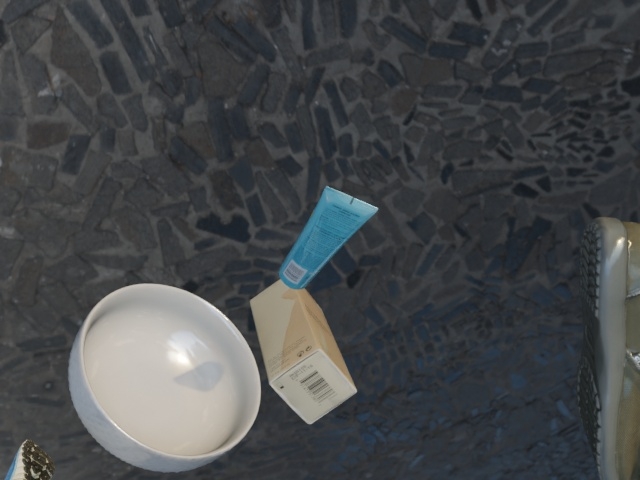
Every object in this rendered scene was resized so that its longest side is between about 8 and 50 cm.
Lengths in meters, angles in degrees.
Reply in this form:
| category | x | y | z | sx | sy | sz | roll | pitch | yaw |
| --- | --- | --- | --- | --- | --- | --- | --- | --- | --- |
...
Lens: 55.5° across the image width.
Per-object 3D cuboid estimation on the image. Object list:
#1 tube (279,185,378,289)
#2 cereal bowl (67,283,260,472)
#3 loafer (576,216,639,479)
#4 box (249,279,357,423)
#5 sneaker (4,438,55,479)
| category | x | y | z | sx | sy | sz | roll | pitch | yaw |
| --- | --- | --- | --- | --- | --- | --- | --- | --- | --- |
| tube | 0.000 | 0.000 | 0.900 | 0.080 | 0.052 | 0.207 | 18 | 139 | -18 |
| cereal bowl | -0.280 | 0.249 | 1.067 | 0.339 | 0.338 | 0.141 | 19 | 129 | -32 |
| loafer | 0.261 | 0.102 | 0.490 | 0.088 | 0.094 | 0.251 | -3 | 112 | 13 |
| box | -0.046 | 0.216 | 1.284 | 0.121 | 0.311 | 0.148 | -36 | 119 | 4 |
| sneaker | -0.416 | 0.335 | 0.823 | 0.073 | 0.162 | 0.063 | -33 | 111 | 1 |
